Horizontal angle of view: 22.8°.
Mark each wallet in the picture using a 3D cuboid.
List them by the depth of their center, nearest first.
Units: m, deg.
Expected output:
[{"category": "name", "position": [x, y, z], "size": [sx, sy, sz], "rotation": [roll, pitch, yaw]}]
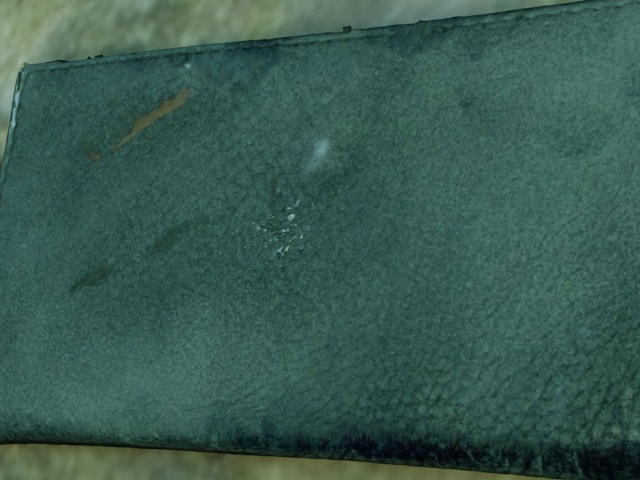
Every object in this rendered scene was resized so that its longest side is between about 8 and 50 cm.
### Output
[{"category": "wallet", "position": [0.000, 0.000, 0.647], "size": [0.379, 0.046, 0.191], "rotation": [-2, 72, 37]}]
